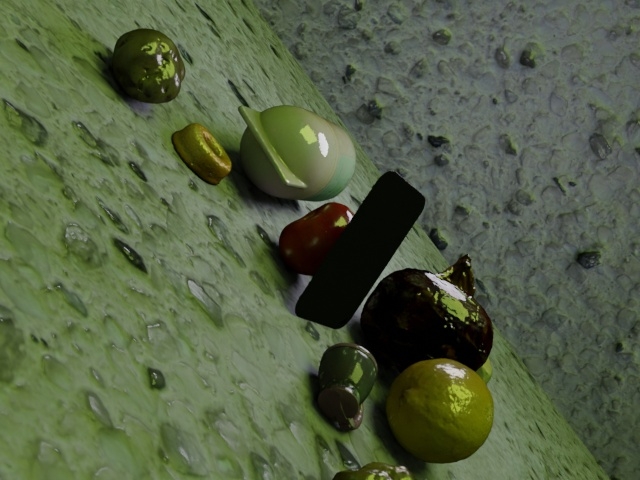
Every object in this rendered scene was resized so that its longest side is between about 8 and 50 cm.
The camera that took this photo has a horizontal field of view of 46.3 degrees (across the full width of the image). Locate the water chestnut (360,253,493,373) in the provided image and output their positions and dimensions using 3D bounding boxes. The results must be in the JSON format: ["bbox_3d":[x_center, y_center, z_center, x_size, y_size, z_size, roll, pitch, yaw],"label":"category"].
[{"bbox_3d":[0.283,0.185,1.871,0.335,0.347,0.335,27,-18,10],"label":"water chestnut"}]

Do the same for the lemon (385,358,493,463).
[{"bbox_3d":[0.262,0.372,1.637,0.263,0.236,0.236,-19,72,-50],"label":"lemon"}]

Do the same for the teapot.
[{"bbox_3d":[0.041,0.290,1.450,0.116,0.148,0.146,18,30,4],"label":"teapot"}]

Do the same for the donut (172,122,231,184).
[{"bbox_3d":[-0.258,-0.196,1.663,0.152,0.058,0.152,50,15,-19],"label":"donut"}]

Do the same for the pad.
[{"bbox_3d":[0.061,0.008,1.646,0.063,0.376,0.315,35,3,32],"label":"pad"}]

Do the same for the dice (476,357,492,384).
[{"bbox_3d":[0.368,0.341,2.099,0.169,0.169,0.166,50,16,-13],"label":"dice"}]

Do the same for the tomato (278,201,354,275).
[{"bbox_3d":[0.000,0.000,1.731,0.136,0.195,0.195,60,15,-8],"label":"tomato"}]

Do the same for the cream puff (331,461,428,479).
[{"bbox_3d":[0.130,0.460,1.163,0.282,0.185,0.282,48,13,-15],"label":"cream puff"}]

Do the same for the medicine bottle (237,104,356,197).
[{"bbox_3d":[-0.071,-0.221,1.911,0.236,0.235,0.406,56,16,10],"label":"medicine bottle"}]

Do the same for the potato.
[{"bbox_3d":[-0.366,-0.373,1.595,0.200,0.136,0.155,-96,176,-61],"label":"potato"}]
